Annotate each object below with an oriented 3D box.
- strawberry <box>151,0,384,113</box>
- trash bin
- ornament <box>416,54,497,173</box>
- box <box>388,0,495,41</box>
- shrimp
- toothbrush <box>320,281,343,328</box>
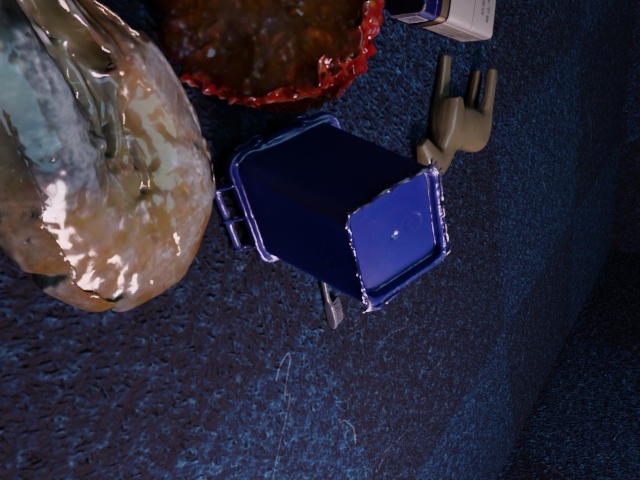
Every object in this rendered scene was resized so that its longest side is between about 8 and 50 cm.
[{"bbox_3d":[-0.042,-0.221,0.497,0.178,0.234,0.234,57,54,-77],"label":"strawberry"},{"bbox_3d":[0.007,-0.034,0.525,0.184,0.234,0.163,-30,125,-22],"label":"trash bin"},{"bbox_3d":[0.255,-0.220,0.900,0.230,0.061,0.245,-2,100,-47],"label":"ornament"},{"bbox_3d":[0.210,-0.432,0.777,0.259,0.071,0.168,-12,110,-47],"label":"box"},{"bbox_3d":[-0.205,-0.129,0.371,0.221,0.110,0.446,-49,137,-36],"label":"shrimp"},{"bbox_3d":[-0.002,0.001,0.700,0.031,0.023,0.321,-43,132,-42],"label":"toothbrush"}]
